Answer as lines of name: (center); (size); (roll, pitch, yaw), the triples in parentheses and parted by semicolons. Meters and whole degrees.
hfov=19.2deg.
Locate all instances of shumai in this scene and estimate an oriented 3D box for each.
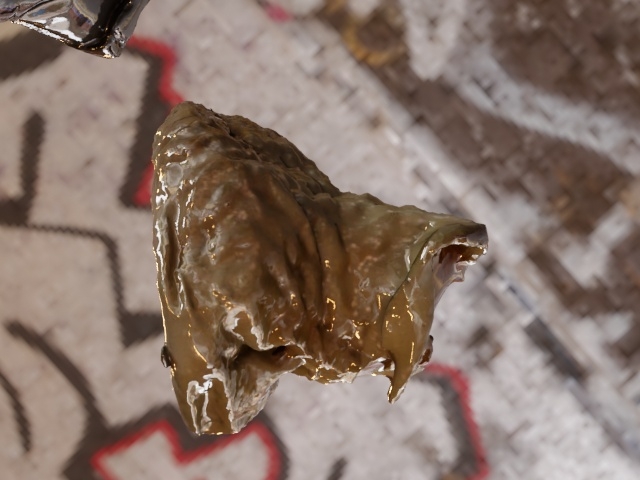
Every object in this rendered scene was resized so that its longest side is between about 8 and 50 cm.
shumai: (0.000, 0.000, 1.544); (0.314, 0.262, 0.267); (-98, 1, -51)

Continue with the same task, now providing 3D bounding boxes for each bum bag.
bum bag: (-0.126, -0.135, 0.873); (0.049, 0.087, 0.197); (10, -179, 25)
